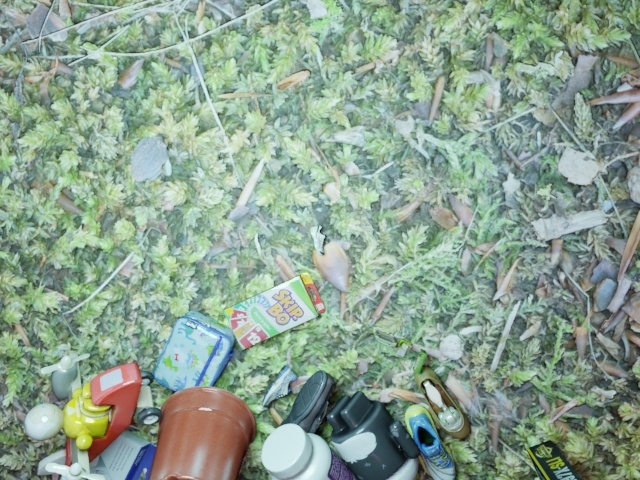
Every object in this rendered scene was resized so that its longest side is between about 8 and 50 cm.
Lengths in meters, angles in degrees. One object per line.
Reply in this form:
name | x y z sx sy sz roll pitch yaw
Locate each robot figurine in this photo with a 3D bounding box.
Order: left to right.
robot figurine | 0.140 0.539 1.374 0.174 0.209 0.278 -36 91 -9

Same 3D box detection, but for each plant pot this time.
plant pot | -0.316 0.567 1.329 0.273 0.265 0.272 0 115 0

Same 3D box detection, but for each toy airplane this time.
toy airplane | -0.626 0.483 1.325 0.386 0.272 0.384 -3 69 41

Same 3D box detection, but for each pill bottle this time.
pill bottle | -0.023 0.608 1.339 0.169 0.169 0.301 -28 121 7

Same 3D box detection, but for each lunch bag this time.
lunch bag | -0.344 0.319 1.434 0.176 0.090 0.218 29 99 -1

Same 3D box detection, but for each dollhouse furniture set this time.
dollhouse furniture set | 0.203 0.296 1.388 0.152 0.076 0.058 21 97 2

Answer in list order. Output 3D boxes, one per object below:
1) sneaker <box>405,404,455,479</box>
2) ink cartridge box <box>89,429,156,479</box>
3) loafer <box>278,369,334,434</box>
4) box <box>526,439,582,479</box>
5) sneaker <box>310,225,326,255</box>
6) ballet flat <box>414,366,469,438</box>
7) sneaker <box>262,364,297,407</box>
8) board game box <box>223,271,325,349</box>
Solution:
sneaker | 0.293 0.566 1.383 0.091 0.126 0.240 -28 93 7
ink cartridge box | -0.601 0.658 1.512 0.224 0.045 0.223 27 98 1
loafer | -0.034 0.490 1.428 0.095 0.109 0.302 26 104 -18
box | 0.635 0.684 1.268 0.080 0.322 0.257 -22 94 6
sneaker | 0.000 0.000 1.396 0.037 0.032 0.083 -17 95 7
ballet flat | 0.326 0.450 1.395 0.080 0.073 0.232 -36 92 6
sneaker | -0.113 0.417 1.442 0.058 0.052 0.135 34 98 -3
board game box | -0.126 0.193 1.429 0.260 0.039 0.124 -25 94 4
